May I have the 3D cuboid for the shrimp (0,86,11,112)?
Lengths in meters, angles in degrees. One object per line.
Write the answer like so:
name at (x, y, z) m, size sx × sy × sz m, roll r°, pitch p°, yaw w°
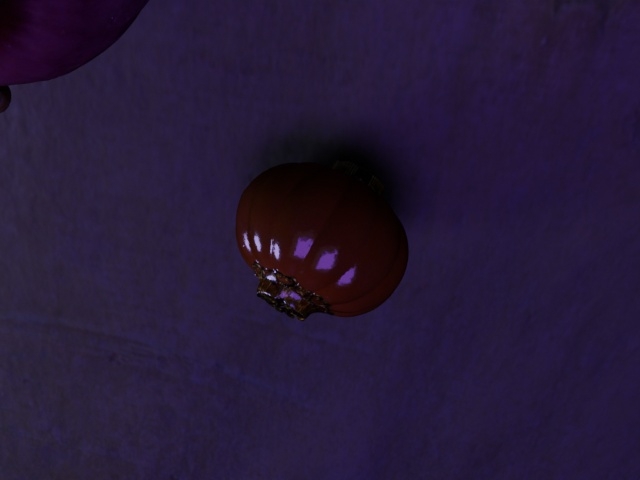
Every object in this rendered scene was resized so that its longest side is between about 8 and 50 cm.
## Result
shrimp at (-0.420, -0.176, 1.254) m, size 0.133 × 0.236 × 0.053 m, roll 9°, pitch 96°, yaw -24°

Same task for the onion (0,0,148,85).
onion at (-0.315, -0.288, 1.046) m, size 0.358 × 0.345 × 0.358 m, roll -15°, pitch 152°, yaw -9°

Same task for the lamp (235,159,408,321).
lamp at (0.000, 0.000, 1.360) m, size 0.223 × 0.196 × 0.223 m, roll 30°, pitch 166°, yaw 8°
